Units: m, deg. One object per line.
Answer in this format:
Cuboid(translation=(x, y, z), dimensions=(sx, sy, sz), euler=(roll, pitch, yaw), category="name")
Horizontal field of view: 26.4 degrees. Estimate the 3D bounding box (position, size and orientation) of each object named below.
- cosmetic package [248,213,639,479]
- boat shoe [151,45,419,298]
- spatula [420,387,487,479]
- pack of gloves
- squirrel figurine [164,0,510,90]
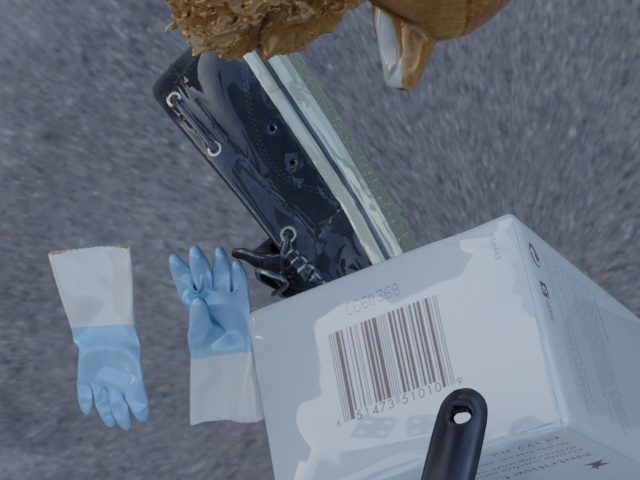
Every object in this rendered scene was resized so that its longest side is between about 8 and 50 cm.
Cuboid(translation=(0.138, 0.134, 1.039), dimensions=(0.217, 0.385, 0.156), euler=(-22, 62, 24), category="cosmetic package")
Cuboid(translation=(0.000, 0.000, 1.362), dimensions=(0.156, 0.187, 0.500), euler=(-32, 87, 8), category="boat shoe")
Cuboid(translation=(0.044, 0.211, 0.723), dimensions=(0.084, 0.030, 0.296), euler=(6, 58, 21), category="spatula")
Cuboid(translation=(-0.165, 0.111, 1.402), dimensions=(0.195, 0.046, 0.232), euler=(-5, 121, -1), category="pack of gloves")
Cuboid(translation=(-0.012, -0.282, 0.984), dimensions=(0.370, 0.397, 0.281), euler=(38, 75, -1), category="squirrel figurine")
